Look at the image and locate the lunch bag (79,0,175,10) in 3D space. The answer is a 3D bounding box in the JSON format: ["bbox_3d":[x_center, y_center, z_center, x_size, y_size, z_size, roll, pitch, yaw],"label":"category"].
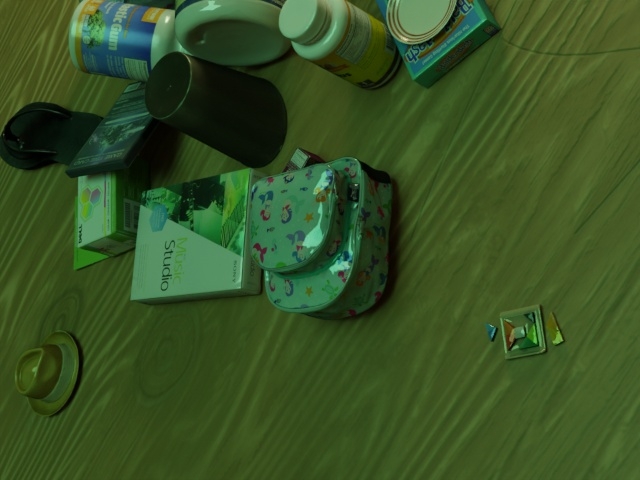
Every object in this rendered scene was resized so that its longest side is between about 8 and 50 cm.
[{"bbox_3d":[-0.441,-0.532,2.169,0.262,0.160,0.223,-53,54,33],"label":"lunch bag"}]

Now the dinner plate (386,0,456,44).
[{"bbox_3d":[0.169,-0.387,1.610,0.141,0.017,0.141,-14,69,40],"label":"dinner plate"}]

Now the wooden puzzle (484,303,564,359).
[{"bbox_3d":[0.292,0.131,1.418,0.116,0.014,0.078,-25,62,35],"label":"wooden puzzle"}]

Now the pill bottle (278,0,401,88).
[{"bbox_3d":[0.032,-0.341,1.649,0.117,0.215,0.117,-14,68,39],"label":"pill bottle"}]

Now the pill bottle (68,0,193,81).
[{"bbox_3d":[-0.356,-0.399,1.992,0.272,0.152,0.152,9,83,9],"label":"pill bottle"}]

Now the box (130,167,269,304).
[{"bbox_3d":[-0.238,-0.002,1.898,0.322,0.058,0.232,-8,72,39],"label":"box"}]

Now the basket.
[{"bbox_3d":[-0.199,-0.254,1.821,0.154,0.227,0.204,-42,53,25],"label":"basket"}]

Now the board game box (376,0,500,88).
[{"bbox_3d":[0.189,-0.384,1.637,0.160,0.047,0.210,-38,56,27],"label":"board game box"}]

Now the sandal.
[{"bbox_3d":[-0.648,-0.254,2.301,0.446,0.107,0.167,6,81,43],"label":"sandal"}]

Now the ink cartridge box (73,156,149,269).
[{"bbox_3d":[-0.484,-0.058,2.106,0.255,0.097,0.189,-20,65,36],"label":"ink cartridge box"}]

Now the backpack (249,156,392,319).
[{"bbox_3d":[0.000,0.000,1.608,0.225,0.191,0.253,-10,76,39],"label":"backpack"}]

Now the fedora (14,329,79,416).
[{"bbox_3d":[-0.603,0.283,2.124,0.194,0.079,0.194,-14,69,38],"label":"fedora"}]

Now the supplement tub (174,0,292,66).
[{"bbox_3d":[-0.158,-0.515,1.859,0.228,0.228,0.316,-13,70,39],"label":"supplement tub"}]

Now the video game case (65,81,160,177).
[{"bbox_3d":[-0.401,-0.245,2.050,0.196,0.026,0.274,-5,47,41],"label":"video game case"}]

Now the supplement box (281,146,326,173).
[{"bbox_3d":[-0.034,-0.117,1.751,0.043,0.055,0.083,42,105,41],"label":"supplement box"}]
